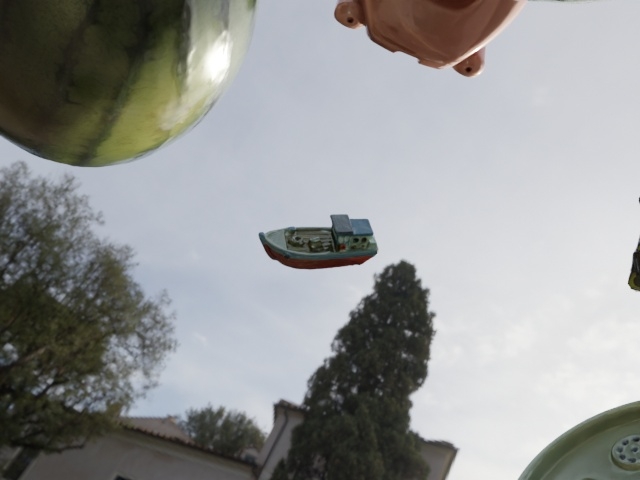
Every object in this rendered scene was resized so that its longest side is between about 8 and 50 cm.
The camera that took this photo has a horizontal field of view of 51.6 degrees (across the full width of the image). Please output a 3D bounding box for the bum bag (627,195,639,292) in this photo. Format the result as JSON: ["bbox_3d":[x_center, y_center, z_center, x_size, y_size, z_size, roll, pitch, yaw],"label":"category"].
[{"bbox_3d":[0.427,-0.016,0.800,0.107,0.060,0.232,-15,-56,-8],"label":"bum bag"}]

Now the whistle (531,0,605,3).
[{"bbox_3d":[0.197,-0.222,0.294,0.405,0.168,0.188,9,-12,6],"label":"whistle"}]

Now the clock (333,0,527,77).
[{"bbox_3d":[0.156,-0.338,0.795,0.227,0.142,0.241,20,-40,-10],"label":"clock"}]

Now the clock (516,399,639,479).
[{"bbox_3d":[0.233,0.210,0.427,0.265,0.324,0.108,-6,-63,61],"label":"clock"}]

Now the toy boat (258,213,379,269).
[{"bbox_3d":[0.000,0.000,0.924,0.173,0.069,0.058,-3,-54,-8],"label":"toy boat"}]

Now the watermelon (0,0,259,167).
[{"bbox_3d":[-0.207,-0.211,0.608,0.279,0.279,0.359,39,-39,-12],"label":"watermelon"}]
